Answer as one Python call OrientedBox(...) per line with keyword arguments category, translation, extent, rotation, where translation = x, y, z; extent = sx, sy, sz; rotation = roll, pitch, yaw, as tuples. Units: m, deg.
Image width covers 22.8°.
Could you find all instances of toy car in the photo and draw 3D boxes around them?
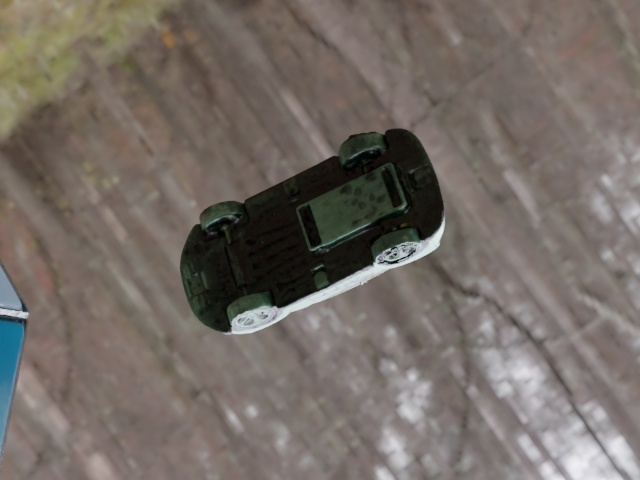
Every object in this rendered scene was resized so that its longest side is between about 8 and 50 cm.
OrientedBox(category="toy car", translation=(0.000, 0.000, 1.705), extent=(0.305, 0.136, 0.125), rotation=(-27, 156, 18))

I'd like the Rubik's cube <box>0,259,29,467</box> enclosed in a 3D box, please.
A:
OrientedBox(category="Rubik's cube", translation=(-0.412, 0.080, 1.333), extent=(0.250, 0.246, 0.248), rotation=(-12, -142, 12))
